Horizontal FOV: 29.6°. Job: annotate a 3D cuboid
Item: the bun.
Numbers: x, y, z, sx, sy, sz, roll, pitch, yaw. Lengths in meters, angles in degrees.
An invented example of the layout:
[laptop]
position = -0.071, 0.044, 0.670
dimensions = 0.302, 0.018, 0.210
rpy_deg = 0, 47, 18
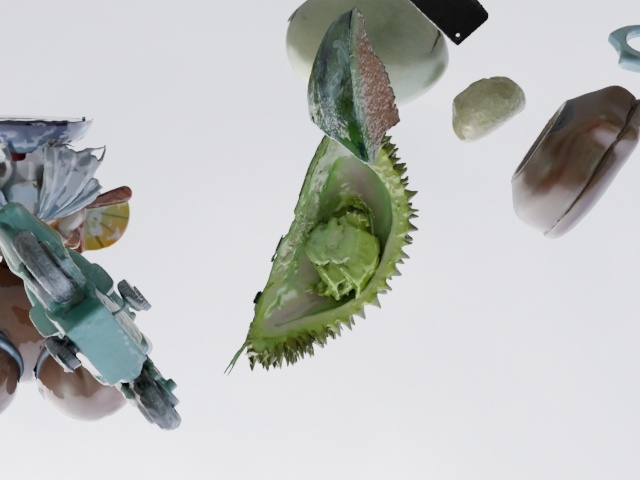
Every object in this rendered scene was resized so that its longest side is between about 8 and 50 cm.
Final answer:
[bun]
position = 0.174, -0.144, 1.284
dimensions = 0.086, 0.055, 0.086
rpy_deg = -31, -171, 5

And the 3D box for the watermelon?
[watermelon]
position = 0.028, -0.173, 1.324
dimensions = 0.101, 0.155, 0.080
rpy_deg = 10, -149, 44

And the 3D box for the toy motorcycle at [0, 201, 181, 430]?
[toy motorcycle]
position = -0.250, 0.077, 1.317
dimensions = 0.109, 0.296, 0.198
rpy_deg = -38, -140, -9

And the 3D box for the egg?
[egg]
position = 0.068, -0.289, 1.817
dimensions = 0.253, 0.187, 0.186
rpy_deg = 15, -142, 10

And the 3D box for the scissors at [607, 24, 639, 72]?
[scissors]
position = 0.547, -0.281, 1.685
dimensions = 0.191, 0.029, 0.360
rpy_deg = 33, -137, 27

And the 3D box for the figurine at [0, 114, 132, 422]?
[figurine]
position = -0.377, 0.033, 1.570
dimensions = 0.276, 0.388, 0.248
rpy_deg = 2, -172, -19

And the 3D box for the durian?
[durian]
position = 0.005, 0.007, 1.476
dimensions = 0.169, 0.356, 0.157
rpy_deg = 21, -171, -34

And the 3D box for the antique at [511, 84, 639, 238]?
[antique]
position = 0.400, -0.126, 1.918
dimensions = 0.129, 0.278, 0.223
rpy_deg = 33, -129, 2

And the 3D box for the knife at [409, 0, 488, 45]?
[knife]
position = 0.099, -0.335, 1.458
dimensions = 0.245, 0.019, 0.072
rpy_deg = 44, -109, 8
